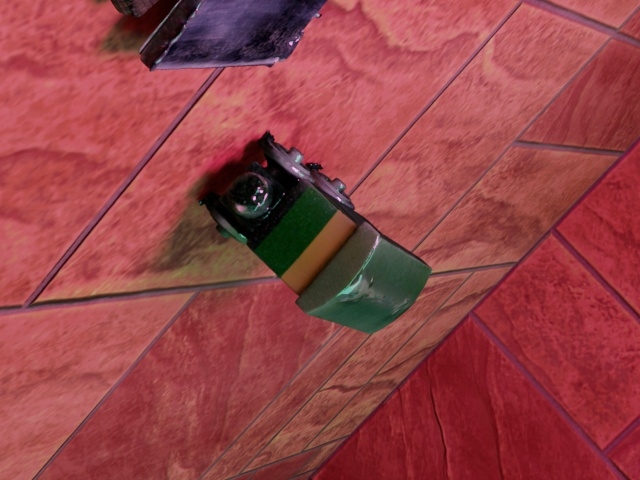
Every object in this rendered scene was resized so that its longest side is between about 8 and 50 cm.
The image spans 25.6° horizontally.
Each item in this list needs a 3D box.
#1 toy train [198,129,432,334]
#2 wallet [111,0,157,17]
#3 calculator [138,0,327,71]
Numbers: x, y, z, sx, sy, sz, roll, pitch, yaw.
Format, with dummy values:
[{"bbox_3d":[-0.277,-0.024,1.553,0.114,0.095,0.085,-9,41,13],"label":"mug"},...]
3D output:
[{"bbox_3d":[0.000,0.000,1.542,0.120,0.202,0.301,-48,162,5],"label":"toy train"},{"bbox_3d":[-0.122,-0.234,0.964,0.124,0.042,0.230,-44,165,-2],"label":"wallet"},{"bbox_3d":[-0.045,-0.207,1.197,0.161,0.021,0.262,-48,169,19],"label":"calculator"}]
